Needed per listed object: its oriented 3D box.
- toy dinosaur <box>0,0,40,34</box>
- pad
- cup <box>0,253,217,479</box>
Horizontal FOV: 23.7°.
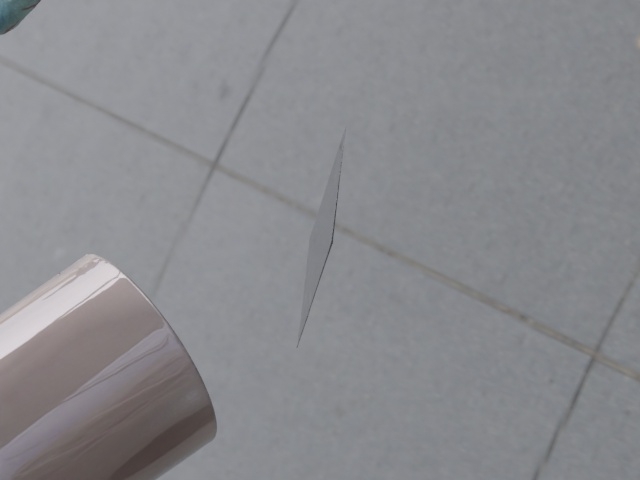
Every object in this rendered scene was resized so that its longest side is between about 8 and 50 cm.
[{"bbox_3d":[-0.319,-0.228,1.447,0.329,0.144,0.076,-10,103,47],"label":"toy dinosaur"},{"bbox_3d":[0.000,0.000,1.398,0.190,0.004,0.127,107,172,-56],"label":"pad"},{"bbox_3d":[-0.240,0.134,1.287,0.200,0.191,0.253,-34,36,-22],"label":"cup"}]
